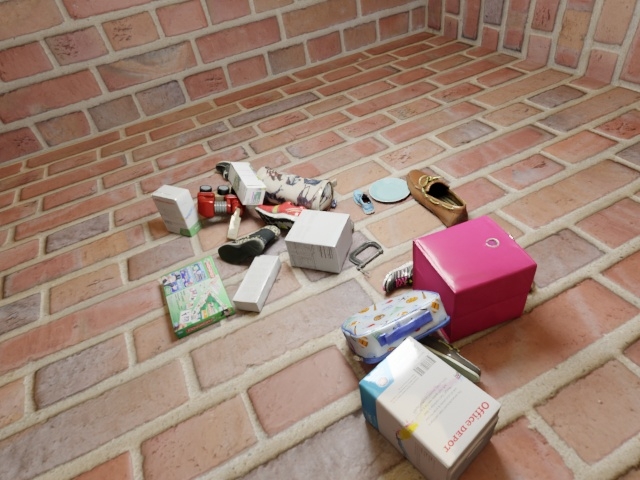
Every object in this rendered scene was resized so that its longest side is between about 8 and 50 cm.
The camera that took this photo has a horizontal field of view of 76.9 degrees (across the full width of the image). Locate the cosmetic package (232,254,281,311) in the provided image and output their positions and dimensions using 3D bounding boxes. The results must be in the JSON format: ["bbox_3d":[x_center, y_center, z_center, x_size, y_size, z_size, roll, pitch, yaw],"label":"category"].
[{"bbox_3d":[-0.234,0.158,1.528,0.099,0.060,0.238,2,42,20],"label":"cosmetic package"}]

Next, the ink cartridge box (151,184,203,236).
[{"bbox_3d":[-0.648,-0.135,1.832,0.155,0.212,0.093,12,46,25],"label":"ink cartridge box"}]

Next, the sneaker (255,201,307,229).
[{"bbox_3d":[-0.167,-0.119,1.763,0.279,0.107,0.118,14,58,37],"label":"sneaker"}]

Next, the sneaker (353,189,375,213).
[{"bbox_3d":[0.197,-0.190,1.811,0.064,0.073,0.162,-22,42,-11],"label":"sneaker"}]

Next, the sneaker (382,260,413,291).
[{"bbox_3d":[0.296,0.135,1.433,0.171,0.063,0.075,-28,38,-25],"label":"sneaker"}]

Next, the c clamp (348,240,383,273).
[{"bbox_3d":[0.186,0.061,1.577,0.137,0.022,0.161,25,54,40],"label":"c clamp"}]

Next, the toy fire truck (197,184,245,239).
[{"bbox_3d":[-0.444,-0.129,1.824,0.217,0.158,0.246,-1,31,-16],"label":"toy fire truck"}]

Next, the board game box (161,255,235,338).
[{"bbox_3d":[-0.475,0.204,1.541,0.214,0.046,0.317,-23,42,-14],"label":"board game box"}]

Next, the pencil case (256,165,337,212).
[{"bbox_3d":[-0.127,-0.238,1.871,0.411,0.159,0.183,17,51,28],"label":"pencil case"}]

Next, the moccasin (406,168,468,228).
[{"bbox_3d":[0.484,-0.205,1.706,0.139,0.146,0.379,-13,41,-8],"label":"moccasin"}]

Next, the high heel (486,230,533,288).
[{"bbox_3d":[0.657,0.082,1.426,0.117,0.082,0.243,-30,50,27],"label":"high heel"}]

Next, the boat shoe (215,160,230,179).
[{"bbox_3d":[-0.485,-0.364,2.150,0.233,0.083,0.079,24,51,29],"label":"boat shoe"}]

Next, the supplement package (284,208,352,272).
[{"bbox_3d":[0.000,0.000,1.585,0.203,0.149,0.194,8,45,20],"label":"supplement package"}]

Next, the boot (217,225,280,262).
[{"bbox_3d":[-0.296,0.013,1.694,0.237,0.085,0.178,-13,16,31],"label":"boot"}]

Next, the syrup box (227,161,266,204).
[{"bbox_3d":[-0.338,-0.262,1.833,0.097,0.093,0.236,-5,39,-32],"label":"syrup box"}]

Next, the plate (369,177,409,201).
[{"bbox_3d":[0.320,-0.229,1.866,0.189,0.024,0.188,-6,41,5],"label":"plate"}]

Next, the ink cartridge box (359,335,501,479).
[{"bbox_3d":[0.265,0.430,1.010,0.198,0.197,0.270,-34,46,-24],"label":"ink cartridge box"}]

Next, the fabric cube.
[{"bbox_3d":[0.463,0.117,1.271,0.259,0.258,0.254,-18,43,-7],"label":"fabric cube"}]

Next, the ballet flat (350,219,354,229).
[{"bbox_3d":[0.024,-0.068,1.735,0.250,0.058,0.084,6,56,14],"label":"ballet flat"}]

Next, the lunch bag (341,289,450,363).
[{"bbox_3d":[0.215,0.254,1.202,0.304,0.114,0.243,-25,4,-13],"label":"lunch bag"}]

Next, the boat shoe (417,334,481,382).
[{"bbox_3d":[0.367,0.332,1.184,0.228,0.081,0.068,23,56,36],"label":"boat shoe"}]
